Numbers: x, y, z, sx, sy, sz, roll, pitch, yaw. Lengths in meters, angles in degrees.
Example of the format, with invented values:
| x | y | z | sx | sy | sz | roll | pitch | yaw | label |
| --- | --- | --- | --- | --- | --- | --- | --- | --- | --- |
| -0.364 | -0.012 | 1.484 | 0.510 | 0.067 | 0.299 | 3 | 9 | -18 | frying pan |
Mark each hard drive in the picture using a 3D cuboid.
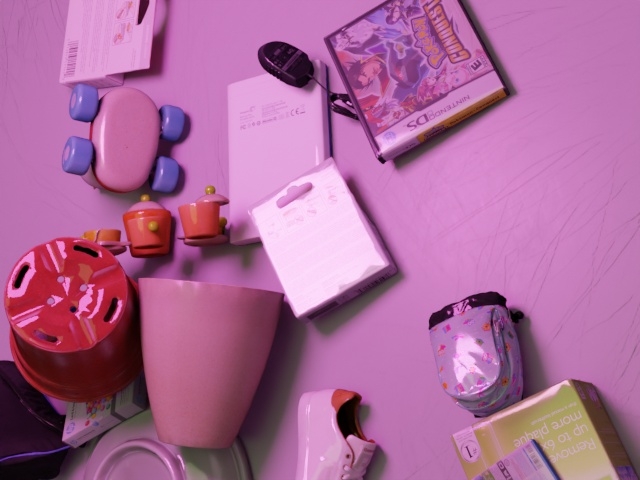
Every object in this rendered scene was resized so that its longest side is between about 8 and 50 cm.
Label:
| x | y | z | sx | sy | sz | roll | pitch | yaw | label |
| --- | --- | --- | --- | --- | --- | --- | --- | --- | --- |
| -0.079 | -0.163 | 1.778 | 0.210 | 0.040 | 0.318 | -10 | 73 | 28 | hard drive |

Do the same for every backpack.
| x | y | z | sx | sy | sz | roll | pitch | yaw | label |
| --- | --- | --- | --- | --- | --- | --- | --- | --- | --- |
| 0.238 | 0.180 | 1.456 | 0.152 | 0.115 | 0.182 | -29 | 50 | 28 | backpack |
| -0.651 | 0.371 | 1.885 | 0.213 | 0.276 | 0.263 | -53 | 55 | 25 | backpack |

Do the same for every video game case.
| x | y | z | sx | sy | sz | roll | pitch | yaw | label |
| --- | --- | --- | --- | --- | --- | --- | --- | --- | --- |
| 0.161 | -0.307 | 1.655 | 0.248 | 0.035 | 0.275 | -28 | 66 | 15 | video game case |
| 0.264 | 0.373 | 1.326 | 0.166 | 0.015 | 0.119 | -40 | 63 | 20 | video game case |

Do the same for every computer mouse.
| x | y | z | sx | sy | sz | roll | pitch | yaw | label |
| --- | --- | --- | --- | --- | --- | --- | --- | --- | --- |
| -0.012 | -0.284 | 1.727 | 0.242 | 0.041 | 0.071 | 36 | 58 | 8 | computer mouse |

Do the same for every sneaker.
| x | y | z | sx | sy | sz | roll | pitch | yaw | label |
| --- | --- | --- | --- | --- | --- | --- | --- | --- | --- |
| 0.030 | 0.384 | 1.549 | 0.123 | 0.106 | 0.290 | -14 | 71 | 30 | sneaker |

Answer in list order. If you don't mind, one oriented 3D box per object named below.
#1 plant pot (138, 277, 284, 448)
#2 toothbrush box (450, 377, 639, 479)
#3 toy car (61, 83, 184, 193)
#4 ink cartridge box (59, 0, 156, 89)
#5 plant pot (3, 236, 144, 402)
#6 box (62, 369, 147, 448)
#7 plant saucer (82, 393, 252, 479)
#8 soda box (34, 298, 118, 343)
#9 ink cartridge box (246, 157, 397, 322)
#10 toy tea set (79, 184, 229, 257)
| x | y | z | sx | sy | sz | roll | pitch | yaw | label |
| --- | --- | --- | --- | --- | --- | --- | --- | --- | --- |
| -0.202 | 0.214 | 1.645 | 0.256 | 0.256 | 0.274 | 1 | 82 | 31 | plant pot |
| 0.346 | 0.369 | 1.358 | 0.206 | 0.122 | 0.283 | -31 | 66 | 22 | toothbrush box |
| -0.428 | -0.188 | 1.931 | 0.238 | 0.219 | 0.210 | -13 | 70 | 58 | toy car |
| -0.436 | -0.484 | 2.049 | 0.261 | 0.066 | 0.296 | -1 | 79 | 30 | ink cartridge box |
| -0.432 | 0.129 | 1.675 | 0.272 | 0.265 | 0.272 | 3 | 70 | -7 | plant pot |
| -0.415 | 0.301 | 1.839 | 0.186 | 0.038 | 0.145 | -31 | 38 | 23 | box |
| -0.313 | 0.476 | 1.737 | 0.400 | 0.100 | 0.400 | -7 | 76 | 29 | plant saucer |
| -0.489 | 0.182 | 1.911 | 0.263 | 0.092 | 0.083 | -29 | 68 | 22 | soda box |
| 0.000 | 0.000 | 1.661 | 0.189 | 0.066 | 0.232 | -30 | 63 | 9 | ink cartridge box |
| -0.292 | -0.046 | 1.781 | 0.336 | 0.200 | 0.124 | -10 | 82 | 32 | toy tea set |
